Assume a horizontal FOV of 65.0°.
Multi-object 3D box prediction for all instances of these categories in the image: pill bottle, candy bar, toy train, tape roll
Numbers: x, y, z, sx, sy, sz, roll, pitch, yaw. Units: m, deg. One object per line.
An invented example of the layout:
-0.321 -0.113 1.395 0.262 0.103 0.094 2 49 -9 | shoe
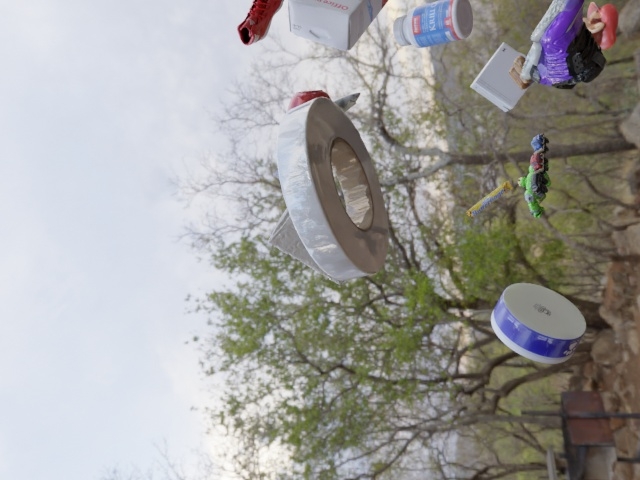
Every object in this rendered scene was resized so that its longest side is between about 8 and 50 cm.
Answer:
0.339 -0.660 1.536 0.124 0.221 0.124 -4 -85 -49 | pill bottle
0.531 -0.127 1.582 0.040 0.161 0.018 40 -161 -37 | candy bar
0.459 -0.163 1.058 0.027 0.036 0.158 137 151 -60 | toy train
0.040 -0.110 1.075 0.392 0.072 0.392 41 -139 -49 | tape roll

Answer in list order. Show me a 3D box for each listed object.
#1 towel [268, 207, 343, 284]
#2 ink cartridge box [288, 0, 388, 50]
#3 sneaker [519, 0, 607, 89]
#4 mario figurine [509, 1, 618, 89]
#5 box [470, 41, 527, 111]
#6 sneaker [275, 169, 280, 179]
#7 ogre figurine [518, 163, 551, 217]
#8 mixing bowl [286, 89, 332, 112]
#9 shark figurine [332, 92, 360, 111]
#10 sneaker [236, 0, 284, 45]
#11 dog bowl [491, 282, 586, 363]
0.000 0.000 1.505 0.282 0.187 0.049 32 -156 -12 | towel
0.066 -0.781 1.631 0.306 0.226 0.131 -58 -19 -29 | ink cartridge box
0.499 -0.385 0.992 0.102 0.146 0.293 -58 -15 2 | sneaker
0.706 -0.594 1.476 0.170 0.320 0.198 54 -170 -29 | mario figurine
0.712 -0.626 1.937 0.181 0.182 0.119 36 -170 2 | box
-0.073 -0.213 1.427 0.135 0.058 0.052 -38 -33 -27 | sneaker
0.728 -0.189 1.689 0.118 0.097 0.197 22 -83 -48 | ogre figurine
-0.032 -0.438 1.640 0.181 0.181 0.098 -46 -47 -65 | mixing bowl
0.014 -0.520 1.970 0.278 0.166 0.116 -33 -92 -39 | shark figurine
-0.169 -0.651 1.427 0.128 0.087 0.221 -70 4 -48 | sneaker
0.688 0.256 1.593 0.265 0.265 0.104 -66 -10 -55 | dog bowl
